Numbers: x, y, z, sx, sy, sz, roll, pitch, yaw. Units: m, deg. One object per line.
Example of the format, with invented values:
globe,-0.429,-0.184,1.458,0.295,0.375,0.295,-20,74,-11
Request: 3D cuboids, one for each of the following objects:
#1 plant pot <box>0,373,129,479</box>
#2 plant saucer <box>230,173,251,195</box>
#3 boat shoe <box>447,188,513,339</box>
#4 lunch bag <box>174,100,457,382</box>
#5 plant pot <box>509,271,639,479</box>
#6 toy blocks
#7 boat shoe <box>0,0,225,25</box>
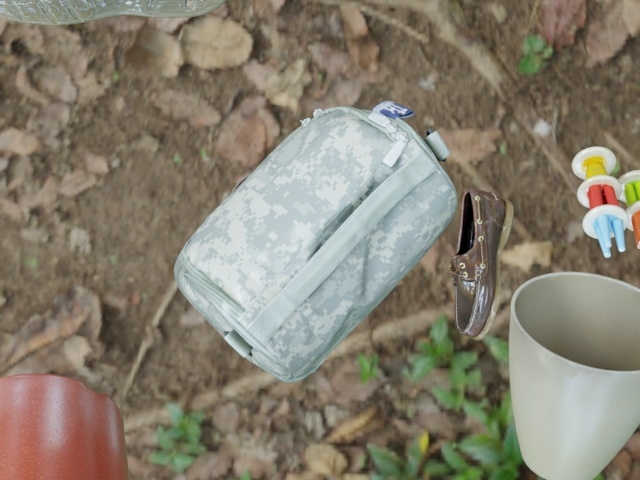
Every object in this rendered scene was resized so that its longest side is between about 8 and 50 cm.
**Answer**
plant pot,-0.318,0.309,1.384,0.272,0.265,0.272,-4,136,-4
plant saucer,-0.063,-0.022,1.838,0.168,0.168,0.029,27,143,-15
boat shoe,0.210,0.031,1.739,0.073,0.207,0.073,18,163,-28
lunch bag,0.000,0.000,1.384,0.212,0.256,0.305,45,83,-10
plant pot,0.394,0.232,1.927,0.256,0.256,0.274,7,121,-1
toy blocks,0.355,-0.028,1.465,0.123,0.148,0.054,25,131,-23
boat shoe,-0.140,-0.163,0.764,0.178,0.060,0.064,2,101,-2
